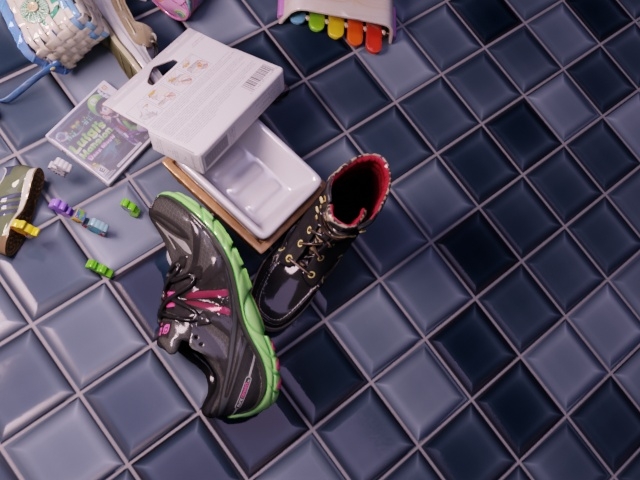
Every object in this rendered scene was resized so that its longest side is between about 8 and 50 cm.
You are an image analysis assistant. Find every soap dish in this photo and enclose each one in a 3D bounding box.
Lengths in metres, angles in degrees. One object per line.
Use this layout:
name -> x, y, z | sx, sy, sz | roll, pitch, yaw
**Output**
soap dish -> -0.163, -0.134, 1.680 | 0.291, 0.118, 0.229 | 43, 65, 2

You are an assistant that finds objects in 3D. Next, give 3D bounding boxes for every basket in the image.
basket -> -0.623, -0.465, 1.638 | 0.288, 0.201, 0.255 | -31, 80, 14

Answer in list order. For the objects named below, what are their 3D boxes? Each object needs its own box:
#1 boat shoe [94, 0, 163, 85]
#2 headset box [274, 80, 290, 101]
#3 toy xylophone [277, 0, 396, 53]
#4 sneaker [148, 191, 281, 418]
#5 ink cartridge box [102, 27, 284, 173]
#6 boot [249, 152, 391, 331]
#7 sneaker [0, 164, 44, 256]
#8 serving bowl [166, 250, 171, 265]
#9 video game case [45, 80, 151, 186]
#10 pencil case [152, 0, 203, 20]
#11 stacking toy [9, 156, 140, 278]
boat shoe -> -0.416, -0.440, 1.725 | 0.103, 0.113, 0.302 | -35, 82, -19
headset box -> -0.117, -0.366, 1.827 | 0.062, 0.032, 0.083 | -29, 79, -24
toy xylophone -> 0.055, -0.612, 1.941 | 0.322, 0.081, 0.236 | 14, 67, -10
sneaker -> -0.239, 0.125, 1.514 | 0.202, 0.185, 0.483 | -21, 82, -20
ink cartridge box -> -0.264, -0.305, 1.639 | 0.261, 0.066, 0.296 | 28, 60, 20
boot -> 0.000, 0.000, 1.583 | 0.138, 0.284, 0.377 | 40, 64, 1
sneaker -> -0.632, -0.066, 1.557 | 0.086, 0.064, 0.192 | 13, 75, 9
serving bowl -> -0.284, 0.026, 1.635 | 0.083, 0.027, 0.083 | 5, 69, -13
video game case -> -0.468, -0.237, 1.684 | 0.173, 0.022, 0.190 | 37, 65, 0
pencil case -> -0.286, -0.655, 1.838 | 0.124, 0.124, 0.284 | 35, 66, -1
stacking toy -> -0.492, -0.044, 1.571 | 0.221, 0.052, 0.167 | 33, 64, -27
